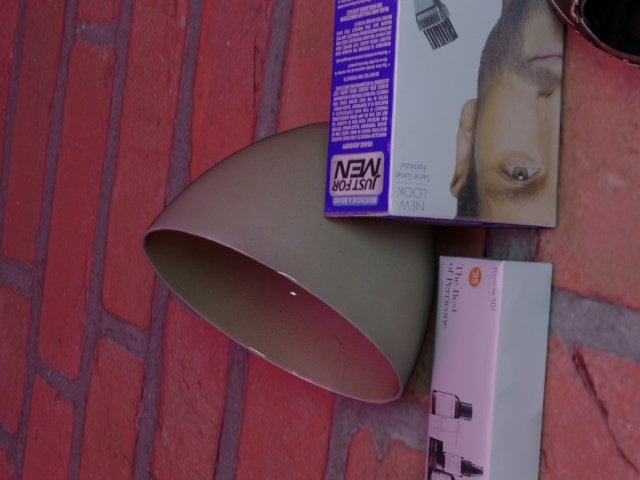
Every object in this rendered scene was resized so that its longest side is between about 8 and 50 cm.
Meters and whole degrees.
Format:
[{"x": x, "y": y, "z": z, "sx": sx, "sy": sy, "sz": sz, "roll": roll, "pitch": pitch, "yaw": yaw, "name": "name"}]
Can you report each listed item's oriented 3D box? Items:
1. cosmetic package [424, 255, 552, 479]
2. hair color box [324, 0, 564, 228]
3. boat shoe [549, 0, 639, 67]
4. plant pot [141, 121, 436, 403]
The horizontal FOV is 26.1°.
[{"x": 0.146, "y": 0.134, "z": 1.222, "sx": 0.099, "sy": 0.060, "sz": 0.239, "roll": 3, "pitch": 90, "yaw": 58, "name": "cosmetic package"}, {"x": 0.112, "y": -0.182, "z": 1.191, "sx": 0.110, "sy": 0.185, "sz": 0.338, "roll": 3, "pitch": 90, "yaw": 57, "name": "hair color box"}, {"x": 0.238, "y": -0.185, "z": 1.096, "sx": 0.207, "sy": 0.073, "sz": 0.073, "roll": 44, "pitch": 124, "yaw": 53, "name": "boat shoe"}, {"x": 0.000, "y": 0.000, "z": 1.321, "sx": 0.284, "sy": 0.284, "sz": 0.191, "roll": -2, "pitch": 51, "yaw": 58, "name": "plant pot"}]
